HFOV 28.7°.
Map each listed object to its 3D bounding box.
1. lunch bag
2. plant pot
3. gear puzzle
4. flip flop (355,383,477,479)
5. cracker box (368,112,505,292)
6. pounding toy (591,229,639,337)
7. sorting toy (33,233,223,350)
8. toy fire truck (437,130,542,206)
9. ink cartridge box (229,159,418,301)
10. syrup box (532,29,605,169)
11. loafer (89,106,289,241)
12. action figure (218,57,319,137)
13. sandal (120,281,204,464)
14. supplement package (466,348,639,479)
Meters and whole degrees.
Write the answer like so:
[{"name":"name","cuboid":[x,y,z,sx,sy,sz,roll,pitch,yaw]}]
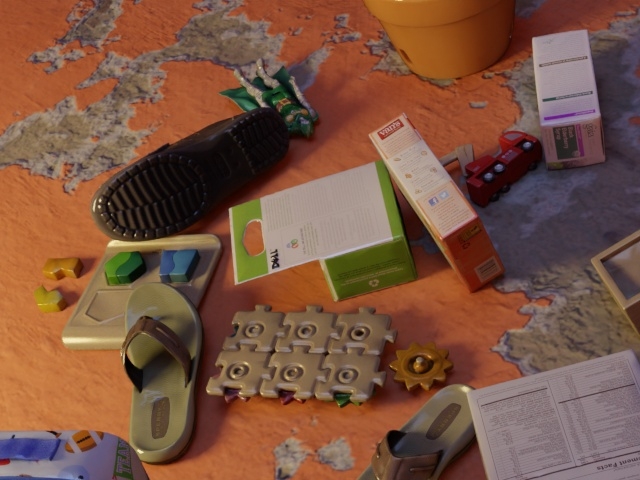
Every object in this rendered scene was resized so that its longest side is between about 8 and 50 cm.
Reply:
[{"name":"lunch bag","cuboid":[-0.327,0.304,1.372,0.303,0.243,0.115,-4,42,17]},{"name":"plant pot","cuboid":[0.221,-0.421,2.182,0.291,0.203,0.291,-11,42,10]},{"name":"gear puzzle","cuboid":[0.021,0.167,1.744,0.339,0.044,0.175,0,43,18]},{"name":"flip flop","cuboid":[0.112,0.272,1.558,0.112,0.080,0.277,20,54,37]},{"name":"cracker box","cuboid":[0.168,-0.055,1.802,0.067,0.155,0.232,-33,52,2]},{"name":"pounding toy","cuboid":[0.451,0.045,1.679,0.130,0.100,0.141,-32,38,8]},{"name":"sorting toy","cuboid":[-0.324,0.075,1.973,0.307,0.041,0.229,-2,44,19]},{"name":"toy fire truck","cuboid":[0.238,-0.115,1.958,0.192,0.047,0.135,-38,45,-20]},{"name":"ink cartridge box","cuboid":[0.000,0.000,1.890,0.255,0.097,0.188,-16,41,6]},{"name":"syrup box","cuboid":[0.392,-0.226,1.984,0.096,0.093,0.237,-7,42,13]},{"name":"loafer","cuboid":[-0.222,-0.104,2.086,0.366,0.133,0.130,-27,14,-24]},{"name":"action figure","cuboid":[-0.073,-0.246,2.217,0.137,0.063,0.232,-29,45,-15]},{"name":"sandal","cuboid":[-0.230,0.173,1.778,0.120,0.086,0.302,-19,47,10]},{"name":"supplement package","cuboid":[0.294,0.298,1.367,0.198,0.199,0.262,-16,41,5]}]
